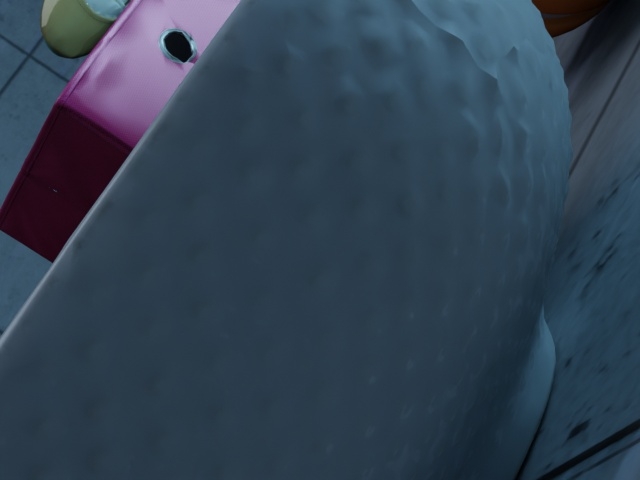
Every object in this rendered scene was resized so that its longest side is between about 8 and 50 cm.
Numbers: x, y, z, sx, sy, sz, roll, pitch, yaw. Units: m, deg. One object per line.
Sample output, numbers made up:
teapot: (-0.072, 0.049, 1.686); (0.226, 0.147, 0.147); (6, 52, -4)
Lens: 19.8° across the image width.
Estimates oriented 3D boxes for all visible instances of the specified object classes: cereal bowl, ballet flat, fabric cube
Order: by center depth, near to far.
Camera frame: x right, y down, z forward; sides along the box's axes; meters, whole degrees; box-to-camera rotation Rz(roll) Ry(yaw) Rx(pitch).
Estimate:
cereal bowl: (-0.028, 0.056, 0.578); (0.339, 0.141, 0.339); (-55, 5, 8)
fabric cube: (-0.118, -0.083, 1.763); (0.254, 0.258, 0.259); (-58, 5, -34)
ballet flat: (-0.194, -0.265, 1.771); (0.073, 0.080, 0.232); (-30, 23, 44)

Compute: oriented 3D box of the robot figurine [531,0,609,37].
robot figurine: (0.112, -0.175, 0.842); (0.219, 0.128, 0.158); (132, 143, -56)
